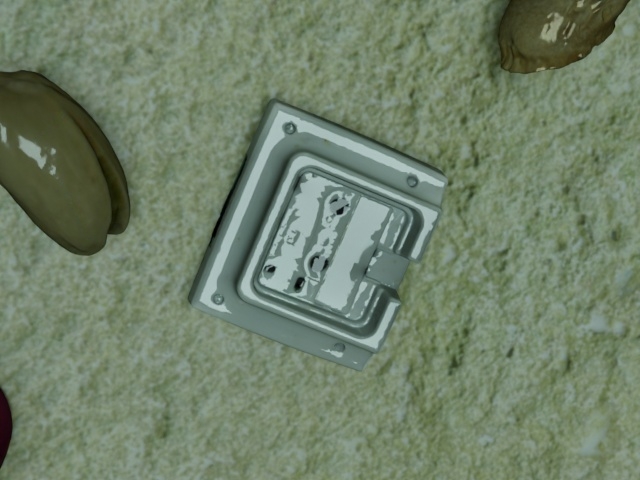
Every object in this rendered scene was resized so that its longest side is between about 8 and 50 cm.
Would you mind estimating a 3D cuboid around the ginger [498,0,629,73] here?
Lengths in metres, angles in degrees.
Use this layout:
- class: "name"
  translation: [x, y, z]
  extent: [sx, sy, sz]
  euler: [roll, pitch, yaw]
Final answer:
- class: "ginger"
  translation: [0.321, -0.330, 1.066]
  extent: [0.190, 0.126, 0.354]
  euler: [33, 92, -35]

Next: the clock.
- class: "clock"
  translation: [0.000, 0.000, 1.087]
  extent: [0.231, 0.116, 0.262]
  euler: [22, 96, -13]

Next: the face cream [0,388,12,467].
- class: "face cream"
  translation: [-0.436, 0.234, 1.018]
  extent: [0.175, 0.195, 0.175]
  euler: [-2, 102, -8]

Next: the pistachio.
- class: "pistachio"
  translation: [-0.292, -0.085, 1.021]
  extent: [0.136, 0.136, 0.226]
  euler: [-32, 112, -2]
